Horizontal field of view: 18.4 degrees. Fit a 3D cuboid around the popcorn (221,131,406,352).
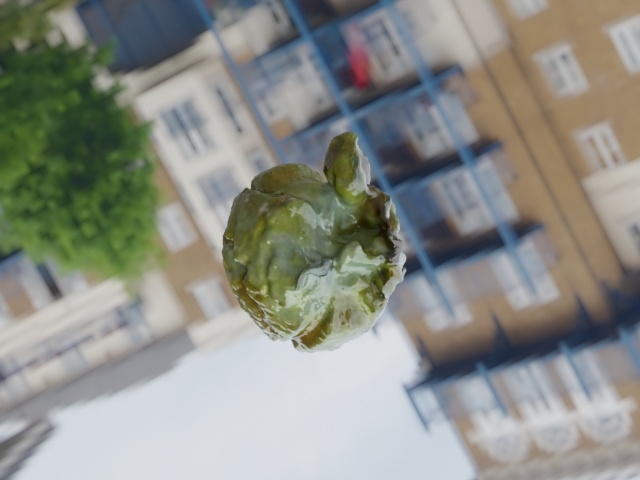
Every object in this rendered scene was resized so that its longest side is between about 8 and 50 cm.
[{"bbox_3d":[0.000,0.000,1.926,0.212,0.198,0.198,-52,-178,19],"label":"popcorn"}]
